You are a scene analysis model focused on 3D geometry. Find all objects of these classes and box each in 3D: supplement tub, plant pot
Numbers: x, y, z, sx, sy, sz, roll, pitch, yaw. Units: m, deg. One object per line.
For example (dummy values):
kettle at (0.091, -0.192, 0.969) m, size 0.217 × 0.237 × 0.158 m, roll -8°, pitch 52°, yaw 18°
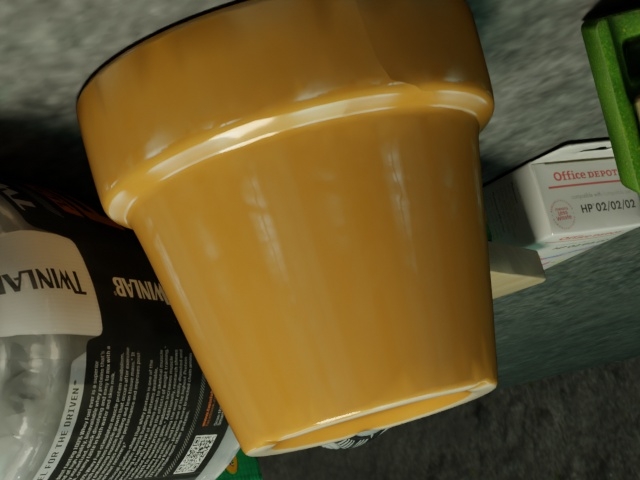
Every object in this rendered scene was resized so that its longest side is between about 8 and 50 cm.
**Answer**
supplement tub at (-0.175, 0.063, 0.848) m, size 0.193 × 0.194 × 0.316 m, roll -19°, pitch 169°, yaw 19°
plant pot at (0.000, 0.000, 0.778) m, size 0.205 × 0.188 × 0.205 m, roll -14°, pitch 169°, yaw -3°

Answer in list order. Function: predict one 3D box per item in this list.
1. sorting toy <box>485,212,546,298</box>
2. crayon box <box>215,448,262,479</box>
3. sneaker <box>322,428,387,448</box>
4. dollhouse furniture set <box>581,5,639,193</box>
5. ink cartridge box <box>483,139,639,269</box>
sorting toy at (-0.007, 0.019, 1.118) m, size 0.257 × 0.089 × 0.255 m, roll -20°, pitch 168°, yaw 24°
crayon box at (-0.203, 0.175, 1.423) m, size 0.278 × 0.165 × 0.081 m, roll -20°, pitch 168°, yaw 26°
sneaker at (0.046, 0.124, 1.567) m, size 0.210 × 0.137 × 0.365 m, roll -20°, pitch 165°, yaw 36°
dollhouse furniture set at (0.264, 0.013, 0.795) m, size 0.151 × 0.302 × 0.197 m, roll -17°, pitch -171°, yaw -4°
ink cartridge box at (0.176, -0.020, 1.234) m, size 0.104 × 0.062 × 0.181 m, roll -7°, pitch 166°, yaw -35°
